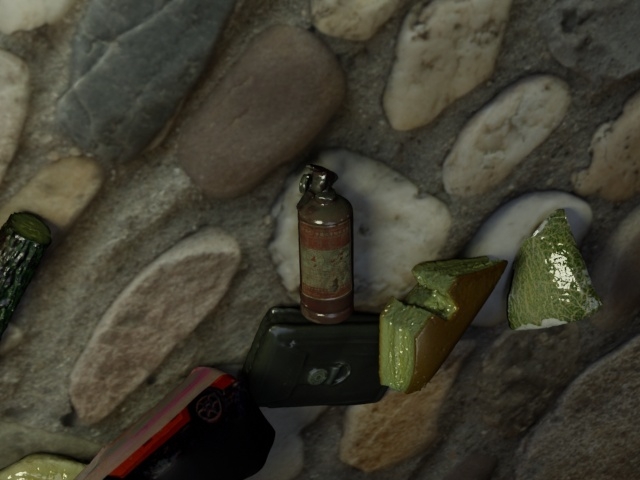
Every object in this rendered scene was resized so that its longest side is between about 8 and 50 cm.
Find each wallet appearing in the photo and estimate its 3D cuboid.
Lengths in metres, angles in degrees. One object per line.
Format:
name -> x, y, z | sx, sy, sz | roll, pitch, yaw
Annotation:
wallet -> 0.013, 0.174, 1.683 | 0.245, 0.052, 0.168 | 5, 121, -28

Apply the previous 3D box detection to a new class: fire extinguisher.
fire extinguisher -> 0.008, -0.001, 1.530 | 0.075, 0.106, 0.252 | 0, 123, 0

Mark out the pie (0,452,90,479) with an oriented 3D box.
pie -> -0.391, 0.439, 1.660 | 0.338, 0.075, 0.337 | -10, 120, -18

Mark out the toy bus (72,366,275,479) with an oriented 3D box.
toy bus -> -0.203, 0.305, 1.564 | 0.303, 0.147, 0.127 | -40, 120, -17

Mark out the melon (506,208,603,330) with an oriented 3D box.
melon -> 0.357, 0.061, 1.720 | 0.093, 0.139, 0.202 | -12, 125, -43

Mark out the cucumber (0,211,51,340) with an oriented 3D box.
cucumber -> -0.413, 0.098, 1.443 | 0.068, 0.067, 0.293 | 18, 114, -31

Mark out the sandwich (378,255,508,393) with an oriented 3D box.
sandwich -> 0.157, 0.099, 1.646 | 0.244, 0.090, 0.088 | -52, 123, -8
